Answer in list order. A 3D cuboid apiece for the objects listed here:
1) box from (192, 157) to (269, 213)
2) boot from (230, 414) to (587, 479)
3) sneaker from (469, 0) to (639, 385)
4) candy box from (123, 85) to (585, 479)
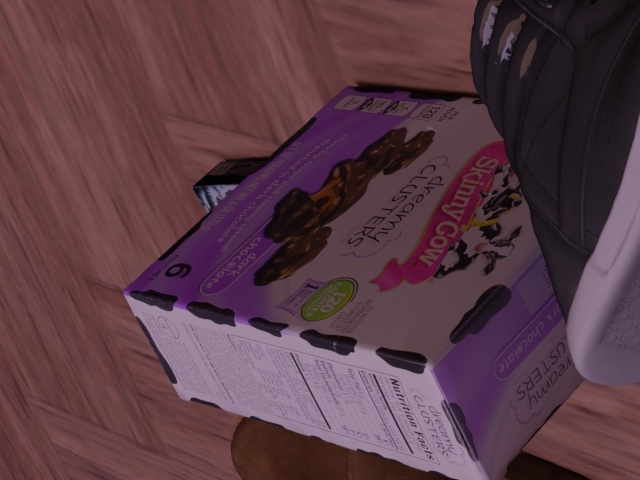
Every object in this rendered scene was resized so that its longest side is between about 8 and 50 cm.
[{"bbox_3d":[0.000,0.000,1.043,0.137,0.027,0.094,-2,126,54],"label":"box"},{"bbox_3d":[0.038,0.163,1.104,0.305,0.115,0.112,16,140,45],"label":"boot"},{"bbox_3d":[0.123,-0.089,0.668,0.295,0.105,0.147,108,146,-51],"label":"sneaker"},{"bbox_3d":[0.040,0.011,0.860,0.196,0.165,0.070,10,135,47],"label":"candy box"}]
